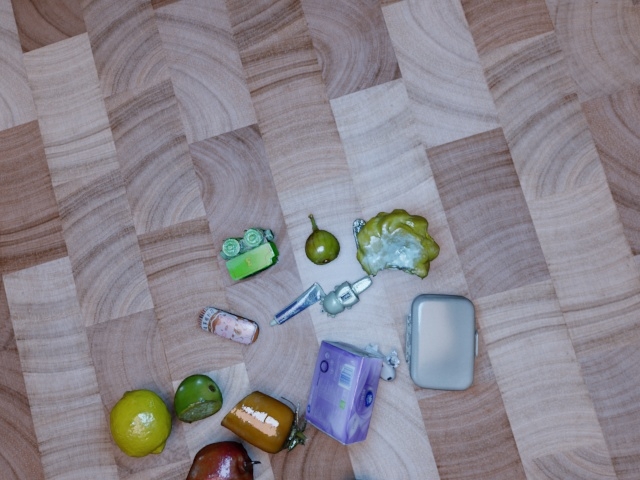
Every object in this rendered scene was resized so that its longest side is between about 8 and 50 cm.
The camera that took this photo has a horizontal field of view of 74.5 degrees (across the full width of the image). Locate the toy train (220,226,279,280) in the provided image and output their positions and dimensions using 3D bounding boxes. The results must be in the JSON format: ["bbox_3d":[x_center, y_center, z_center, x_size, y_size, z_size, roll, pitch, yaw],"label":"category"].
[{"bbox_3d":[-0.296,0.053,1.780,0.243,0.132,0.188,-26,89,5],"label":"toy train"}]

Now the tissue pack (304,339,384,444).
[{"bbox_3d":[0.092,0.589,1.656,0.242,0.160,0.338,11,87,47],"label":"tissue pack"}]

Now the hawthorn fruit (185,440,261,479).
[{"bbox_3d":[-0.370,0.923,1.663,0.300,0.254,0.254,-22,85,15],"label":"hawthorn fruit"}]

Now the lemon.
[{"bbox_3d":[-0.732,0.748,1.723,0.233,0.233,0.288,-33,87,2],"label":"lemon"}]

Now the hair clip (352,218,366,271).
[{"bbox_3d":[0.178,0.020,1.784,0.066,0.036,0.229,-7,80,0],"label":"hair clip"}]

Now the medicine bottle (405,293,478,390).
[{"bbox_3d":[0.487,0.405,1.688,0.282,0.123,0.375,2,86,4],"label":"medicine bottle"}]

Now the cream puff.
[{"bbox_3d":[0.291,0.004,1.654,0.323,0.270,0.274,7,105,-4],"label":"cream puff"}]

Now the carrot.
[{"bbox_3d":[-0.204,0.736,1.695,0.331,0.214,0.193,28,127,10],"label":"carrot"}]

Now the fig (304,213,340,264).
[{"bbox_3d":[-0.008,0.013,1.762,0.142,0.148,0.186,-46,45,14],"label":"fig"}]

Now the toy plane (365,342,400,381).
[{"bbox_3d":[0.246,0.501,1.726,0.174,0.080,0.174,3,99,19],"label":"toy plane"}]

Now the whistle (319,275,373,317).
[{"bbox_3d":[0.103,0.228,1.745,0.253,0.106,0.102,-35,115,9],"label":"whistle"}]

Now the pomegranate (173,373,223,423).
[{"bbox_3d":[-0.510,0.656,1.755,0.189,0.241,0.159,-15,48,-17],"label":"pomegranate"}]

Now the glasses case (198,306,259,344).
[{"bbox_3d":[-0.391,0.363,1.796,0.266,0.067,0.103,16,86,5],"label":"glasses case"}]

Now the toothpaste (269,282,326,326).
[{"bbox_3d":[-0.103,0.283,1.790,0.268,0.047,0.069,-35,71,-1],"label":"toothpaste"}]
